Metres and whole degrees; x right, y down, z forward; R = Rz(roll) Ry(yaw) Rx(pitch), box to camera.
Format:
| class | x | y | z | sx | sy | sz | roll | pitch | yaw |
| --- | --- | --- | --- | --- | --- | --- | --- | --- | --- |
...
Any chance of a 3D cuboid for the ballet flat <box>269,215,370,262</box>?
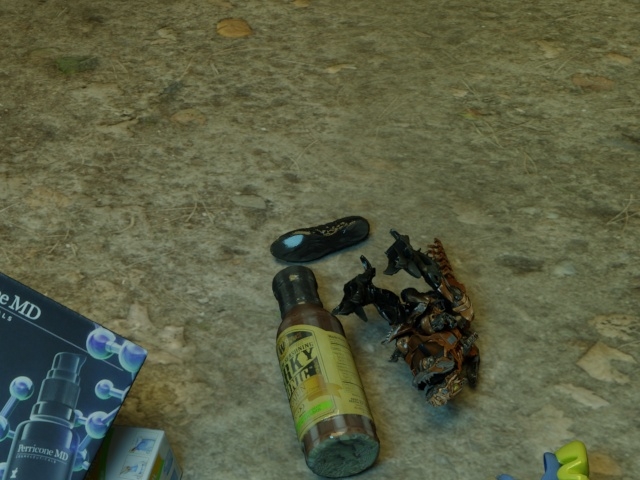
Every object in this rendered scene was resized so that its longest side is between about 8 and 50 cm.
| class | x | y | z | sx | sy | sz | roll | pitch | yaw |
| --- | --- | --- | --- | --- | --- | --- | --- | --- | --- |
| ballet flat | 0.000 | 0.000 | 1.753 | 0.173 | 0.057 | 0.049 | -14 | 5 | -4 |

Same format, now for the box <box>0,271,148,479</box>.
| class | x | y | z | sx | sy | sz | roll | pitch | yaw |
| --- | --- | --- | --- | --- | --- | --- | --- | --- | --- |
| box | -0.448 | 0.250 | 1.309 | 0.294 | 0.212 | 0.395 | 30 | 71 | -14 |

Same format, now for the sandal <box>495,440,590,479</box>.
| class | x | y | z | sx | sy | sz | roll | pitch | yaw |
| --- | --- | --- | --- | --- | --- | --- | --- | --- | --- |
| sandal | 0.277 | 0.393 | 1.275 | 0.138 | 0.126 | 0.317 | -7 | 38 | 10 |

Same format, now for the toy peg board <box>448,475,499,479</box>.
| class | x | y | z | sx | sy | sz | roll | pitch | yaw |
| --- | --- | --- | --- | --- | --- | --- | --- | --- | --- |
| toy peg board | 0.150 | 0.380 | 1.273 | 0.161 | 0.079 | 0.161 | -36 | 39 | 25 |

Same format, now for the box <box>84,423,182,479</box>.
| class | x | y | z | sx | sy | sz | roll | pitch | yaw |
| --- | --- | --- | --- | --- | --- | --- | --- | --- | --- |
| box | -0.273 | 0.362 | 1.397 | 0.103 | 0.114 | 0.203 | 4 | 49 | 14 |

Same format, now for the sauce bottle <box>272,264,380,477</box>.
| class | x | y | z | sx | sy | sz | roll | pitch | yaw |
| --- | --- | --- | --- | --- | --- | --- | --- | --- | --- |
| sauce bottle | -0.006 | 0.180 | 1.530 | 0.111 | 0.111 | 0.344 | -15 | 44 | -4 |

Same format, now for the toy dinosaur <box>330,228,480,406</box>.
| class | x | y | z | sx | sy | sz | roll | pitch | yaw |
| --- | --- | --- | --- | --- | --- | --- | --- | --- | --- |
| toy dinosaur | 0.150 | 0.107 | 1.554 | 0.164 | 0.218 | 0.322 | -51 | 15 | 13 |
